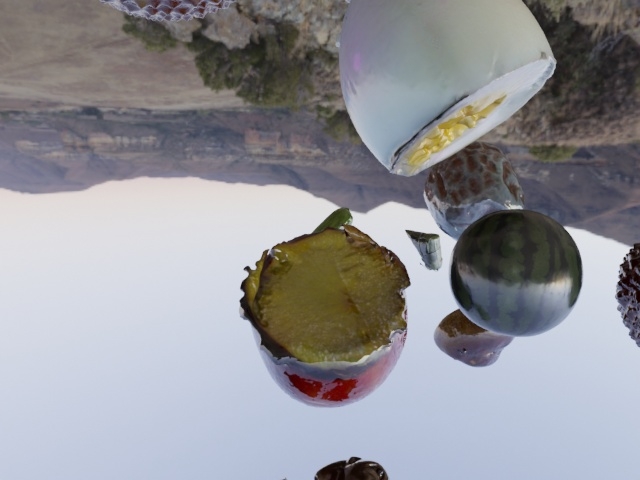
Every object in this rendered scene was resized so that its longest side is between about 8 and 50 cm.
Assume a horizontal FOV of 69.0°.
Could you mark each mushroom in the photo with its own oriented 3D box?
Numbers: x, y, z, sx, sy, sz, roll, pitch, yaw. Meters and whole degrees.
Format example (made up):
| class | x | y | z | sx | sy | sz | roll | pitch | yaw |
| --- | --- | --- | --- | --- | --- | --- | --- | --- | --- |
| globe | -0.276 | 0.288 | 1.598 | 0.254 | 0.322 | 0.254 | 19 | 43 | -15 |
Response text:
| class | x | y | z | sx | sy | sz | roll | pitch | yaw |
| --- | --- | --- | --- | --- | --- | --- | --- | --- | --- |
| mushroom | 0.594 | 0.340 | 1.821 | 0.346 | 0.345 | 0.259 | -2 | -137 | -15 |

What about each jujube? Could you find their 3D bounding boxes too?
| class | x | y | z | sx | sy | sz | roll | pitch | yaw |
| --- | --- | --- | --- | --- | --- | --- | --- | --- | --- |
| jujube | 0.393 | -0.134 | 1.192 | 0.247 | 0.215 | 0.308 | 23 | -143 | -19 |

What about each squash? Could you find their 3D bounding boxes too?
| class | x | y | z | sx | sy | sz | roll | pitch | yaw |
| --- | --- | --- | --- | --- | --- | --- | --- | --- | --- |
| squash | 0.000 | 0.000 | 1.295 | 0.069 | 0.239 | 0.069 | 44 | 179 | 1 |

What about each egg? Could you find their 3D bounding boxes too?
| class | x | y | z | sx | sy | sz | roll | pitch | yaw |
| --- | --- | --- | --- | --- | --- | --- | --- | --- | --- |
| egg | 0.189 | -0.344 | 0.865 | 0.355 | 0.339 | 0.354 | -29 | 170 | -5 |

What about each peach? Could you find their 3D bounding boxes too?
| class | x | y | z | sx | sy | sz | roll | pitch | yaw |
| --- | --- | --- | --- | --- | --- | --- | --- | --- | --- |
| peach | 0.022 | 0.155 | 0.971 | 0.339 | 0.352 | 0.416 | -20 | -176 | 1 |

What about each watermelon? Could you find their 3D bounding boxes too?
| class | x | y | z | sx | sy | sz | roll | pitch | yaw |
| --- | --- | --- | --- | --- | --- | --- | --- | --- | --- |
| watermelon | 0.316 | 0.050 | 0.768 | 0.212 | 0.212 | 0.212 | 1 | -170 | 0 |

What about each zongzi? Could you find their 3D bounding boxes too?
| class | x | y | z | sx | sy | sz | roll | pitch | yaw |
| --- | --- | --- | --- | --- | --- | --- | --- | --- | --- |
| zongzi | 0.285 | 0.027 | 1.294 | 0.055 | 0.109 | 0.119 | -23 | -159 | -27 |

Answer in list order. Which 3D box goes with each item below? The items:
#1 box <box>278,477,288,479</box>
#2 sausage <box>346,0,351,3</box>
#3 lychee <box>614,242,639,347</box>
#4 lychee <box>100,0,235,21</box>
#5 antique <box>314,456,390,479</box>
| class | x | y | z | sx | sy | sz | roll | pitch | yaw |
| --- | --- | --- | --- | --- | --- | --- | --- | --- | --- |
| box | -0.189 | 0.604 | 0.912 | 0.302 | 0.084 | 0.192 | -18 | -141 | 12 |
| sausage | 0.049 | -0.689 | 1.268 | 0.223 | 0.029 | 0.029 | 27 | 178 | -26 |
| lychee | 0.639 | 0.101 | 0.760 | 0.264 | 0.300 | 0.264 | -35 | -164 | 11 |
| lychee | -0.224 | -0.423 | 0.602 | 0.304 | 0.275 | 0.276 | 22 | 173 | -41 |
| antique | 0.067 | 0.507 | 0.910 | 0.144 | 0.256 | 0.121 | -18 | -132 | -21 |
